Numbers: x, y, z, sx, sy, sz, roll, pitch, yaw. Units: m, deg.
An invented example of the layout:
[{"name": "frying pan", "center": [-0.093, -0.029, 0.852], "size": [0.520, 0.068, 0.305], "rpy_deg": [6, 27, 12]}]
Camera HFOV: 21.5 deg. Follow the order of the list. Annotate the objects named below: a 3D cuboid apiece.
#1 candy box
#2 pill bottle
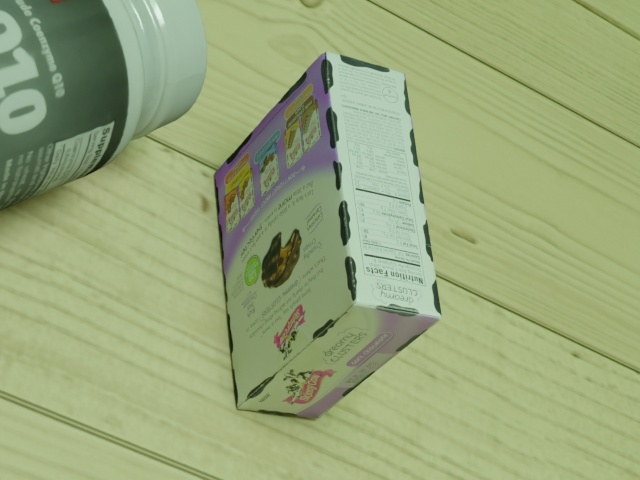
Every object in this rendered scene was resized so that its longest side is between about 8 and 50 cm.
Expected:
[{"name": "candy box", "center": [0.000, 0.000, 1.160], "size": [0.070, 0.165, 0.196], "rpy_deg": [11, 56, -29]}, {"name": "pill bottle", "center": [-0.216, -0.100, 1.069], "size": [0.283, 0.161, 0.161], "rpy_deg": [-28, 80, -44]}]
